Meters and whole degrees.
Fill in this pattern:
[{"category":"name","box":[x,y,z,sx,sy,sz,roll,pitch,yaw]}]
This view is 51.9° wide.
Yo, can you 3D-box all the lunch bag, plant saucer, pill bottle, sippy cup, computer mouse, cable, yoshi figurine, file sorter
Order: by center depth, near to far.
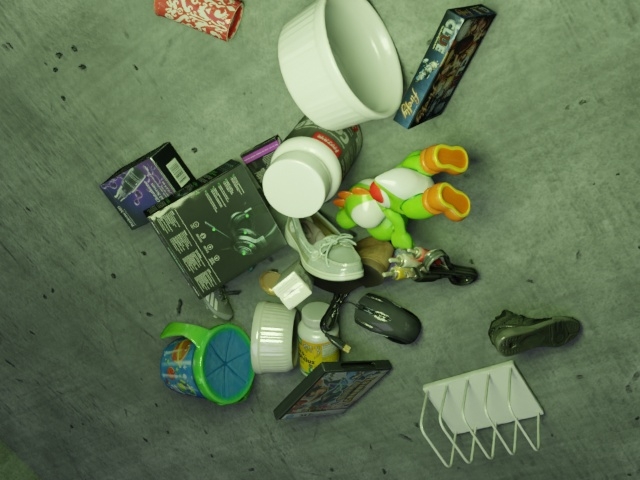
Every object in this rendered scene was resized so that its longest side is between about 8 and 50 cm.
[{"category":"pill bottle","box":[-0.015,-0.177,1.460,0.161,0.283,0.161,9,123,13]},{"category":"yoshi figurine","box":[0.193,-0.088,1.499,0.362,0.203,0.203,-17,109,51]},{"category":"cable","box":[0.286,0.054,1.555,0.139,0.287,0.072,-46,56,38]},{"category":"lunch bag","box":[0.198,0.054,1.676,0.071,0.053,0.083,-31,111,38]},{"category":"computer mouse","box":[0.130,0.227,1.740,0.262,0.060,0.184,31,82,-1]},{"category":"file sorter","box":[0.434,0.485,1.793,0.278,0.173,0.192,-24,110,30]},{"category":"pill bottle","box":[-0.005,0.280,1.848,0.118,0.117,0.208,8,124,14]},{"category":"plant saucer","box":[-0.131,0.118,1.851,0.084,0.015,0.083,9,124,14]},{"category":"sippy cup","box":[-0.353,0.374,1.978,0.224,0.240,0.305,-10,93,36]}]

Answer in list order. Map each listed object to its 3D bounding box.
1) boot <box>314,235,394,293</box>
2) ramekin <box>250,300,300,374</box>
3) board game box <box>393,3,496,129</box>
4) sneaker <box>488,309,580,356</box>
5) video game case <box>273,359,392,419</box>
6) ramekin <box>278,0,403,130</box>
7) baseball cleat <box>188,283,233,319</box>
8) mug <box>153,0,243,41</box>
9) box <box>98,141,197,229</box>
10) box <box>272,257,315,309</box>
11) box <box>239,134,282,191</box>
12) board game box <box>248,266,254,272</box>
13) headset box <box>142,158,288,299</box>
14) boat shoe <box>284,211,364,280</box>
[{"category":"boot","box":[0.071,0.061,1.697,0.305,0.115,0.112,-10,130,48]},{"category":"ramekin","box":[-0.121,0.273,1.836,0.109,0.207,0.207,2,122,7]},{"category":"board game box","box":[0.250,-0.352,1.331,0.042,0.165,0.243,38,128,17]},{"category":"sneaker","box":[0.528,0.217,1.654,0.228,0.130,0.087,-12,115,-6]},{"category":"video game case","box":[0.034,0.429,1.885,0.248,0.035,0.275,6,137,-37]},{"category":"ramekin","box":[0.039,-0.361,1.341,0.135,0.277,0.277,-17,114,35]},{"category":"baseball cleat","box":[-0.302,0.141,1.893,0.109,0.072,0.206,-31,111,25]},{"category":"mug","box":[-0.258,-0.526,1.433,0.169,0.113,0.150,25,127,-1]},{"category":"box","box":[-0.451,-0.142,1.741,0.207,0.108,0.153,-23,112,29]},{"category":"box","box":[-0.058,0.096,1.555,0.067,0.324,0.063,-40,92,3]},{"category":"box","box":[-0.112,-0.173,1.654,0.116,0.029,0.162,-21,111,30]},{"category":"board game box","box":[-0.241,-0.005,1.805,0.186,0.026,0.126,33,126,-3]},{"category":"headset box","box":[-0.254,-0.038,1.648,0.283,0.131,0.246,-33,110,-10]},{"category":"boat shoe","box":[0.002,-0.001,1.583,0.118,0.320,0.103,-10,120,-22]}]
